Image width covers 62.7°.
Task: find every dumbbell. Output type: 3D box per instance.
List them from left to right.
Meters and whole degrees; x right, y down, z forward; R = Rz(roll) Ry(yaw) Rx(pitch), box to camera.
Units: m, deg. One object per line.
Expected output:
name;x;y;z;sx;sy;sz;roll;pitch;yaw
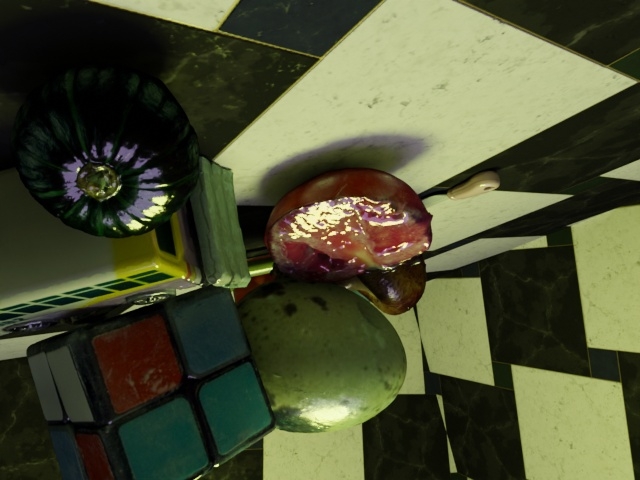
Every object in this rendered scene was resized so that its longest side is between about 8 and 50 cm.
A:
dumbbell;-0.179;0.077;1.534;0.302;0.108;0.121;-11;167;-10

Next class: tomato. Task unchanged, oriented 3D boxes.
tomato;0.052;-0.058;1.068;0.335;0.176;0.289;-17;146;20

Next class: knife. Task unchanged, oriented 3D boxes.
knife;0.321;-0.109;1.404;0.081;0.043;0.336;6;160;-41

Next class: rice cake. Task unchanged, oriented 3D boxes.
rice cake;-0.168;-0.024;0.878;0.038;0.211;0.124;-14;168;17

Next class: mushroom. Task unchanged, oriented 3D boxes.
mushroom;0.089;0.081;1.362;0.356;0.334;0.331;-37;166;-26

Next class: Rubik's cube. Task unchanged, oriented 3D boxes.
Rubik's cube;-0.323;0.285;1.001;0.318;0.316;0.313;-18;179;-45

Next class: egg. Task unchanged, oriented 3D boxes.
egg;-0.020;0.259;1.194;0.428;0.345;0.345;10;167;3

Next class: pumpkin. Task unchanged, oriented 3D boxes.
pumpkin;-0.235;-0.094;0.586;0.202;0.140;0.202;-5;125;-7

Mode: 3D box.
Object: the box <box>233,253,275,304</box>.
box;-0.159;0.204;1.632;0.197;0.313;0.089;-13;167;-2

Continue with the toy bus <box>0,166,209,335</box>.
toy bus;-0.422;0.014;0.788;0.440;0.209;0.249;-14;168;4

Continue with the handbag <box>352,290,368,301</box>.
handbag;0.049;0.136;1.762;0.241;0.222;0.263;-8;170;-21

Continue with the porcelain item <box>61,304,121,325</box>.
porcelain item;-0.441;0.060;1.095;0.288;0.186;0.138;-24;170;-9
